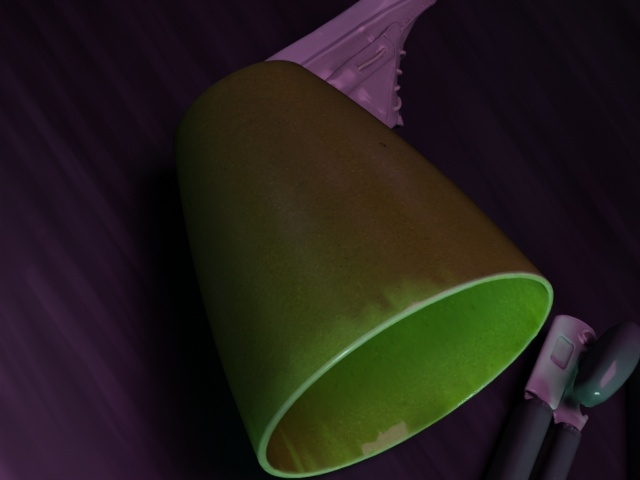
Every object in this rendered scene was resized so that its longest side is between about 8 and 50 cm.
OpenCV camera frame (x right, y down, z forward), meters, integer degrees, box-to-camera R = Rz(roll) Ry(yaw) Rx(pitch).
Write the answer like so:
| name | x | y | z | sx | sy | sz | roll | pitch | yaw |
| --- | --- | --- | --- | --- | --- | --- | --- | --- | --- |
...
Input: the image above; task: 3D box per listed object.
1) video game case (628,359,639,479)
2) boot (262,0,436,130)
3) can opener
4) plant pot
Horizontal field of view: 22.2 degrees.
| name | x | y | z | sx | sy | sz | roll | pitch | yaw |
| --- | --- | --- | --- | --- | --- | --- | --- | --- | --- |
| video game case | 0.414 | 0.253 | 1.627 | 0.248 | 0.035 | 0.275 | 19 | 59 | -24 |
| boot | 0.044 | -0.160 | 1.569 | 0.258 | 0.095 | 0.123 | -36 | 95 | -31 |
| can opener | 0.213 | 0.177 | 1.506 | 0.074 | 0.093 | 0.280 | 38 | 57 | -12 |
| plant pot | 0.000 | 0.000 | 1.365 | 0.274 | 0.275 | 0.293 | -13 | 60 | -37 |
